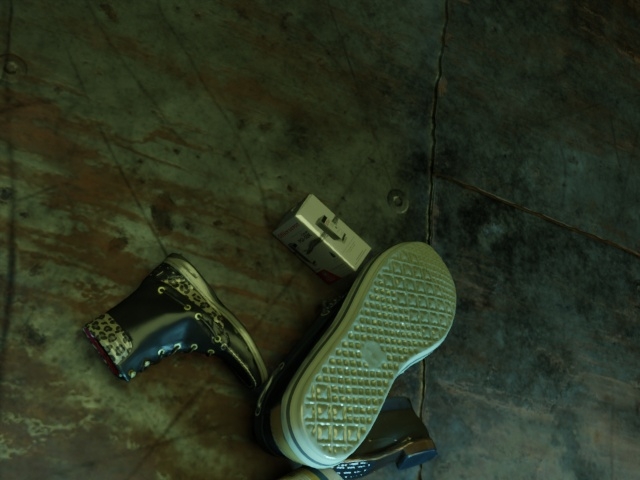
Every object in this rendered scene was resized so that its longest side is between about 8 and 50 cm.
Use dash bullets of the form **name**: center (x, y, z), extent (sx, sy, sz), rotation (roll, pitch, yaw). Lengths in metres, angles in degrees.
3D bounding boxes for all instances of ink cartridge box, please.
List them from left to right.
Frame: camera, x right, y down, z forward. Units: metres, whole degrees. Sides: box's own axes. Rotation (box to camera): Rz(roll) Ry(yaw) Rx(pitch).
- **ink cartridge box**: center (0.000, 0.000, 1.199), extent (0.135, 0.099, 0.056), rotation (42, 59, -9)

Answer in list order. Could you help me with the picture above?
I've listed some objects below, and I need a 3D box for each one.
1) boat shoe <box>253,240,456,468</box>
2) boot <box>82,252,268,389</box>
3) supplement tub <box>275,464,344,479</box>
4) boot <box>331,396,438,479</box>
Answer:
- **boat shoe**: center (0.064, 0.160, 1.151), extent (0.187, 0.156, 0.500), rotation (54, 45, -9)
- **boot**: center (-0.204, 0.157, 1.046), extent (0.178, 0.085, 0.236), rotation (-39, 91, -29)
- **supplement tub**: center (-0.055, 0.409, 0.999), extent (0.199, 0.144, 0.144), rotation (-19, 83, -33)
- **boot**: center (0.071, 0.314, 1.161), extent (0.219, 0.082, 0.106), rotation (-1, 51, -24)
